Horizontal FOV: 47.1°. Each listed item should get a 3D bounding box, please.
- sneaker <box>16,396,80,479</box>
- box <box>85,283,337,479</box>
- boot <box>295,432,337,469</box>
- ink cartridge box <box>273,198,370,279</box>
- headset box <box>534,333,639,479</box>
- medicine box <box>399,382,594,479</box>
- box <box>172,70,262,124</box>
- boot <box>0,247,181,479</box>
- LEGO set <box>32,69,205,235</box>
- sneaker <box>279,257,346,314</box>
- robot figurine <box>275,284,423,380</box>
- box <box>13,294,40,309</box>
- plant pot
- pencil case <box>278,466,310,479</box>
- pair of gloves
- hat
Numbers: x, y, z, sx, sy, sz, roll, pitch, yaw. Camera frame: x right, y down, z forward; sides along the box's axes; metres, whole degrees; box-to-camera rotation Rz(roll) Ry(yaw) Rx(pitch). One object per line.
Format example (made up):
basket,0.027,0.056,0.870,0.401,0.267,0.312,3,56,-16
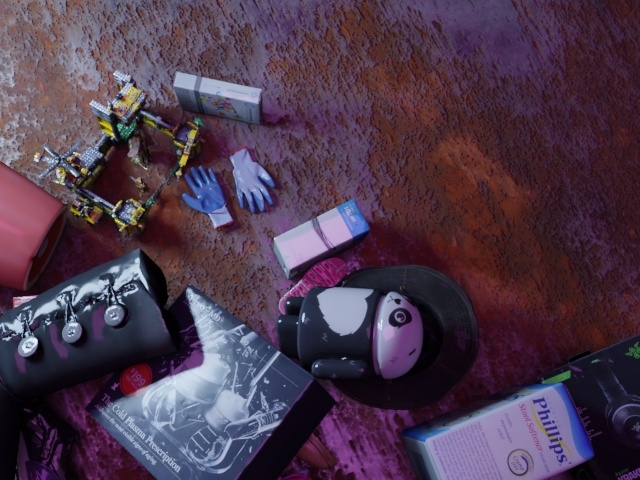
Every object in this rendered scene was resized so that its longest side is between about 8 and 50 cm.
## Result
sneaker,-0.554,0.379,1.480,0.124,0.107,0.283,-9,84,-19
box,-0.206,0.315,1.408,0.343,0.179,0.312,32,75,27
boot,-0.135,0.460,1.492,0.236,0.089,0.269,43,80,12
ink cartridge box,0.000,0.000,1.567,0.190,0.139,0.082,-25,82,-9
headset box,0.601,0.360,1.504,0.246,0.131,0.283,-20,60,-7
medicine box,0.333,0.399,1.442,0.289,0.263,0.149,-21,80,-8
box,-0.222,-0.310,1.616,0.186,0.145,0.038,10,80,-2
boot,-0.463,0.258,1.345,0.445,0.146,0.367,-20,76,-6
LEGO set,-0.405,-0.189,1.539,0.255,0.192,0.331,38,72,6
sneaker,-0.016,0.097,1.575,0.170,0.075,0.063,-41,88,0
robot figurine,0.058,0.173,1.412,0.278,0.173,0.209,3,73,16
box,-0.482,0.172,1.504,0.256,0.122,0.128,-5,79,-5
plant pot,-0.664,-0.033,1.477,0.243,0.275,0.275,25,77,-9
pencil case,-0.030,0.565,1.431,0.104,0.104,0.236,-22,104,-8
pair of gloves,-0.205,-0.115,1.639,0.198,0.023,0.159,-26,79,-10
hat,0.165,0.209,1.539,0.331,0.134,0.331,-4,70,12
